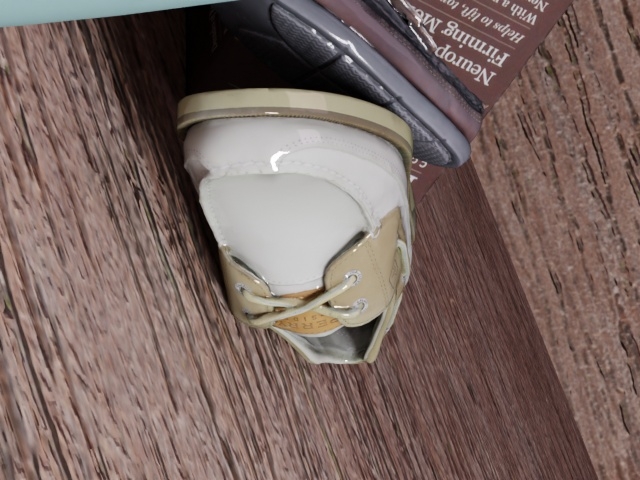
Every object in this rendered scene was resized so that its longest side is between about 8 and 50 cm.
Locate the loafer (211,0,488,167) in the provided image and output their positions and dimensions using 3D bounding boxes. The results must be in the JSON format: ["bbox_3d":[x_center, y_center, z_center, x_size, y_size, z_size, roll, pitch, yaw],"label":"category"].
[{"bbox_3d":[-0.021,-0.155,0.863,0.302,0.095,0.109,35,-12,-17],"label":"loafer"}]

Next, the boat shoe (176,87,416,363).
[{"bbox_3d":[0.000,0.000,0.885,0.302,0.113,0.103,41,50,-70],"label":"boat shoe"}]

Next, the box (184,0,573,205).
[{"bbox_3d":[0.034,-0.163,1.021,0.168,0.203,0.167,24,31,-21],"label":"box"}]

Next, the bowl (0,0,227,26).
[{"bbox_3d":[-0.147,-0.184,0.489,0.311,0.163,0.311,-22,90,-79],"label":"bowl"}]
